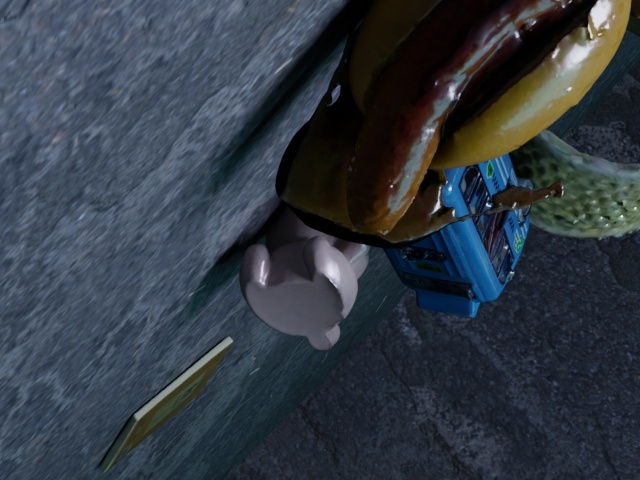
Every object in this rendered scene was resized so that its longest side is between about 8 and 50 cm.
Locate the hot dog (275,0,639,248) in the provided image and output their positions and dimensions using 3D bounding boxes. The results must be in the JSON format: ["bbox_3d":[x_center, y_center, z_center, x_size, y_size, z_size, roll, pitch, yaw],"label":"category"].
[{"bbox_3d":[0.116,-0.125,1.093,0.326,0.194,0.107,-60,178,2],"label":"hot dog"}]

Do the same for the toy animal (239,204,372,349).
[{"bbox_3d":[-0.001,-0.002,1.457,0.124,0.124,0.212,-53,-172,37],"label":"toy animal"}]

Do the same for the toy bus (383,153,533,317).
[{"bbox_3d":[0.109,-0.039,1.398,0.246,0.113,0.134,60,45,-58],"label":"toy bus"}]

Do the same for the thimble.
[{"bbox_3d":[0.267,-0.152,1.522,0.271,0.271,0.150,-44,170,-23],"label":"thimble"}]

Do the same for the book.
[{"bbox_3d":[-0.171,0.182,1.734,0.172,0.012,0.118,-39,169,-45],"label":"book"}]
